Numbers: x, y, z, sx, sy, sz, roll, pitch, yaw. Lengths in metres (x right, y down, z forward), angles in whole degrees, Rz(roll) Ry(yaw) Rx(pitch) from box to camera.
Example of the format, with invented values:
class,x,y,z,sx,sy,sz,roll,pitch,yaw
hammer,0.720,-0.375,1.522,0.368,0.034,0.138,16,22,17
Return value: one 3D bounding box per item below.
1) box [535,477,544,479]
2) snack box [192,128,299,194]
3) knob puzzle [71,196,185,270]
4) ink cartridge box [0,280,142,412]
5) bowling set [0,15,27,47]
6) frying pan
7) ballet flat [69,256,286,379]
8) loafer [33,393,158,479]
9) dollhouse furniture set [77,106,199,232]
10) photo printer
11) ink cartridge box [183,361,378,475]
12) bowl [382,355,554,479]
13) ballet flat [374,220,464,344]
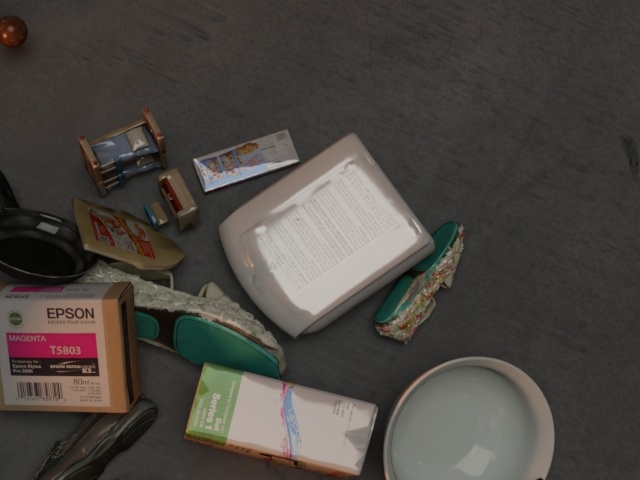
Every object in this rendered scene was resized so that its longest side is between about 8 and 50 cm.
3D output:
class,x,y,z,sx,sy,sz,roll,pitch,yaw
box,0.321,0.515,1.885,0.175,0.051,0.220,-27,115,-13
snack box,-0.130,-0.138,2.059,0.178,0.022,0.064,-19,80,-12
knob puzzle,-0.315,0.005,1.940,0.213,0.213,0.030,29,107,0
ink cartridge box,-0.410,0.168,1.849,0.235,0.088,0.193,-1,107,8
bowling set,-0.616,-0.355,2.008,0.200,0.154,0.287,25,72,-20
frying pan,-0.501,-0.020,1.885,0.326,0.197,0.053,31,118,21
ballet flat,-0.240,0.110,1.932,0.409,0.147,0.147,17,75,-2
loafer,-0.384,0.338,1.885,0.084,0.096,0.267,39,67,24
dollhouse furniture set,-0.302,-0.100,1.960,0.129,0.129,0.183,-26,73,-13
photo printer,0.000,0.000,1.985,0.307,0.107,0.256,-35,80,-7
ink cartridge box,-0.068,0.291,1.868,0.278,0.201,0.117,15,75,-4
bowl,0.219,0.321,1.912,0.298,0.134,0.297,-2,97,-18
ballet flat,0.181,0.076,2.028,0.077,0.091,0.241,44,77,-27
